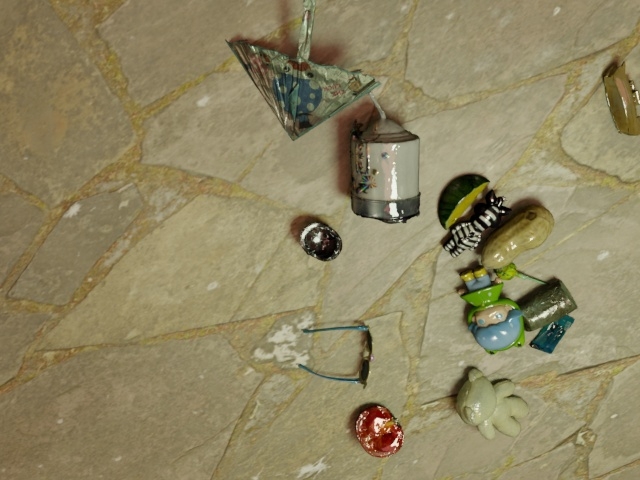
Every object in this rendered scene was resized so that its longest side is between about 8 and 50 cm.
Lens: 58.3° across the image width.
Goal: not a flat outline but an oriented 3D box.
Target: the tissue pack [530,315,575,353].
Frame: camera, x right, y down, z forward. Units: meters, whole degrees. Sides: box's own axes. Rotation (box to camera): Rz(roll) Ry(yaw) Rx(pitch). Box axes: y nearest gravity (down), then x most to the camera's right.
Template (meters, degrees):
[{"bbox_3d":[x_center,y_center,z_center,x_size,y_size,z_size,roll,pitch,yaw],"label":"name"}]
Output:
[{"bbox_3d":[0.717,0.287,1.773,0.085,0.028,0.138,23,108,-14],"label":"tissue pack"}]

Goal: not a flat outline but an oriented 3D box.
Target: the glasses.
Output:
[{"bbox_3d":[0.053,0.325,1.710,0.220,0.088,0.190,10,110,11],"label":"glasses"}]

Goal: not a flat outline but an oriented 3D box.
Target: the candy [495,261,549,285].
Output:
[{"bbox_3d":[0.599,0.105,1.691,0.193,0.058,0.062,16,147,-20],"label":"candy"}]

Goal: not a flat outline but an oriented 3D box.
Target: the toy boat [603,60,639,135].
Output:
[{"bbox_3d":[0.820,-0.377,1.537,0.072,0.064,0.206,-28,110,-11],"label":"toy boat"}]

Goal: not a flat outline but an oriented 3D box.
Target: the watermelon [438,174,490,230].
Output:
[{"bbox_3d":[0.390,-0.112,1.573,0.092,0.075,0.181,41,99,-21],"label":"watermelon"}]

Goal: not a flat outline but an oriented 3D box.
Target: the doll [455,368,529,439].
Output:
[{"bbox_3d":[0.532,0.528,1.800,0.278,0.175,0.149,30,141,-23],"label":"doll"}]

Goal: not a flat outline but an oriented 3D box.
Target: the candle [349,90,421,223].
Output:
[{"bbox_3d":[0.163,-0.213,1.457,0.187,0.187,0.331,-4,109,-5],"label":"candle"}]

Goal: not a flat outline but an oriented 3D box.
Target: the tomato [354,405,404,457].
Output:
[{"bbox_3d":[0.182,0.590,1.788,0.139,0.091,0.159,-36,82,-3],"label":"tomato"}]

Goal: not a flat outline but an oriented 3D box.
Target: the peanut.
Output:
[{"bbox_3d":[0.547,-0.006,1.603,0.236,0.120,0.110,-40,147,2],"label":"peanut"}]

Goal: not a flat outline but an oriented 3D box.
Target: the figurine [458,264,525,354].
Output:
[{"bbox_3d":[0.493,0.202,1.663,0.162,0.143,0.264,-23,93,19],"label":"figurine"}]

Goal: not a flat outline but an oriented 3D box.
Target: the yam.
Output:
[{"bbox_3d":[0.663,0.198,1.695,0.183,0.107,0.107,-33,109,9],"label":"yam"}]

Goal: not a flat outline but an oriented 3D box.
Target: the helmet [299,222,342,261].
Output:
[{"bbox_3d":[0.000,0.000,1.573,0.123,0.070,0.098,33,96,-9],"label":"helmet"}]

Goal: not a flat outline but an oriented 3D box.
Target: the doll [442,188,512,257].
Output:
[{"bbox_3d":[0.437,-0.043,1.608,0.091,0.067,0.219,42,106,-7],"label":"doll"}]

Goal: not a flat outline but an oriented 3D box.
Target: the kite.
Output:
[{"bbox_3d":[-0.051,-0.403,1.394,0.405,0.014,0.369,18,129,10],"label":"kite"}]
